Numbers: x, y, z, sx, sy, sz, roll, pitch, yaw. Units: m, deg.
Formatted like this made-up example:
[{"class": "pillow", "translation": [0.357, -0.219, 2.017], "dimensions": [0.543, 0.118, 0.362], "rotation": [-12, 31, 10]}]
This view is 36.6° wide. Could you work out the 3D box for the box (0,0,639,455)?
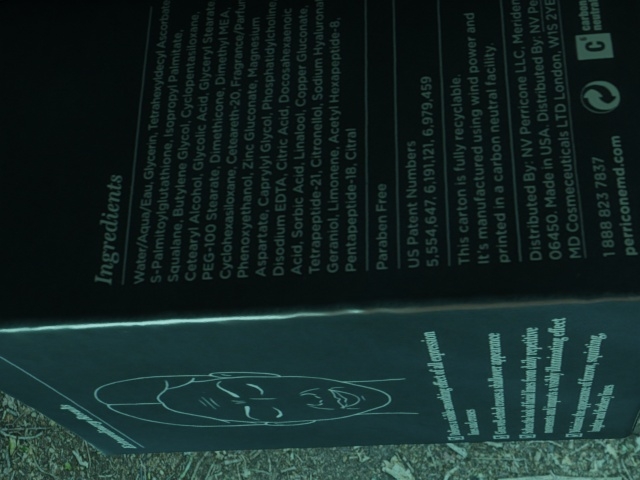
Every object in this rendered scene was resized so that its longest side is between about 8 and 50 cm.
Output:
[{"class": "box", "translation": [0.000, 0.000, 0.618], "dimensions": [0.395, 0.212, 0.293], "rotation": [-4, 155, 9]}]
